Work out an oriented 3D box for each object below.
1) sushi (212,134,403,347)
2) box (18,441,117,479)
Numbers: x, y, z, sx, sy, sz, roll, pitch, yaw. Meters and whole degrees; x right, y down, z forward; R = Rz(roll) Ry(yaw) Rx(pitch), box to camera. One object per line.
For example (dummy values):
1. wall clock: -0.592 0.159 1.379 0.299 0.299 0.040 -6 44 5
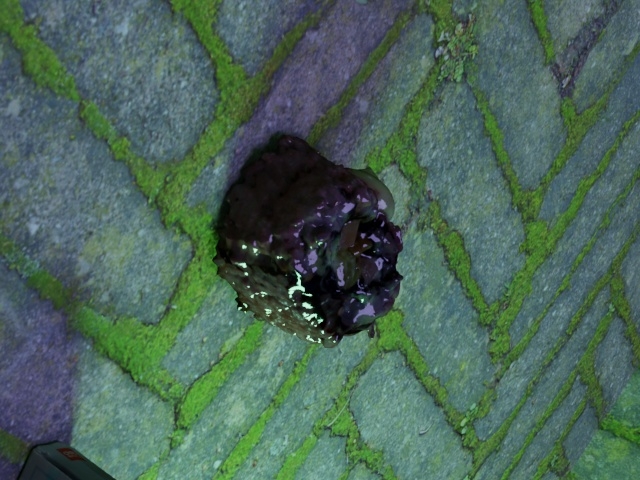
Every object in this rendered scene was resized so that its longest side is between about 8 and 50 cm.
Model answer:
1. sushi: 0.000 0.000 1.796 0.236 0.171 0.270 -49 143 -19
2. box: -0.323 0.387 1.658 0.079 0.135 0.269 15 101 -59
